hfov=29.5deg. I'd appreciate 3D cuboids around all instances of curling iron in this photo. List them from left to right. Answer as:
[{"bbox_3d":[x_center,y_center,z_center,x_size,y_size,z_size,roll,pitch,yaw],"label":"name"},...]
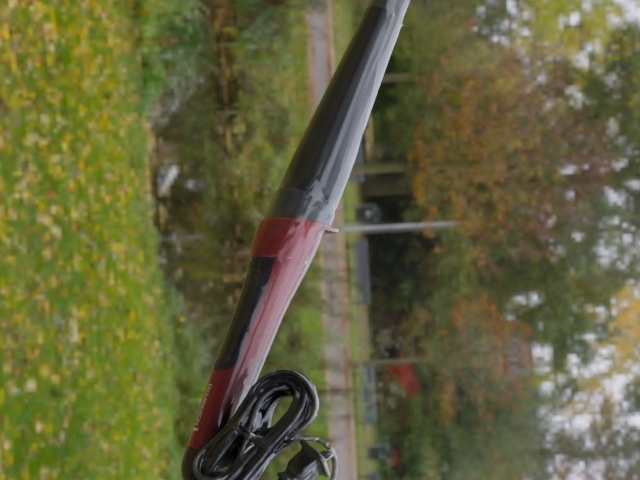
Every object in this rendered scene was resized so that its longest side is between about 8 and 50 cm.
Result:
[{"bbox_3d":[0.000,0.000,0.550,0.035,0.068,0.274,64,38,-58],"label":"curling iron"}]
